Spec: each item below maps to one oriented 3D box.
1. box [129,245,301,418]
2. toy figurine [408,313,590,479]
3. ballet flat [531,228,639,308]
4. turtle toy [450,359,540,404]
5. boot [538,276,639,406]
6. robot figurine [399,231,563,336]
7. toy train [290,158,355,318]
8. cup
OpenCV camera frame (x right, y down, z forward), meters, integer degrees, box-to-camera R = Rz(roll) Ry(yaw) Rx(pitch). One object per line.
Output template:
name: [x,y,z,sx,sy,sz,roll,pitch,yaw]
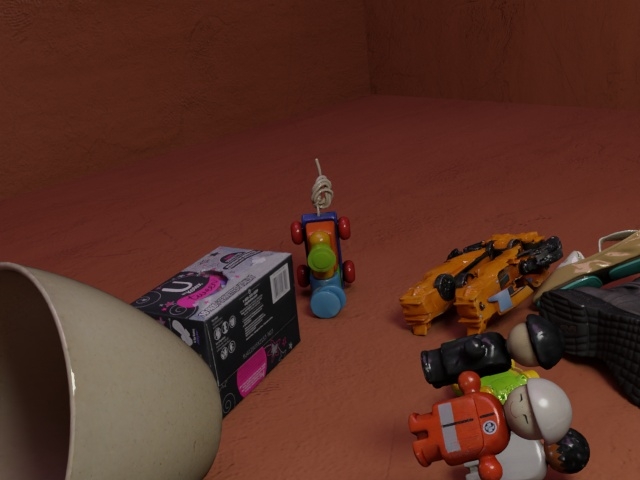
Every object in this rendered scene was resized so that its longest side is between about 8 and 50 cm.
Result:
box: [-0.152,0.125,1.172,0.142,0.163,0.247,5,23,25]
toy figurine: [0.193,0.199,0.784,0.148,0.209,0.213,-19,13,18]
ballet flat: [0.439,0.039,1.249,0.232,0.080,0.073,-24,56,18]
turtle toy: [0.214,0.191,1.011,0.095,0.066,0.130,-13,20,-22]
boot: [0.477,0.122,1.060,0.223,0.118,0.338,-9,24,-20]
robot figurine: [0.270,0.063,1.295,0.211,0.085,0.291,-3,18,45]
toy train: [0.000,0.000,1.351,0.105,0.247,0.143,-6,25,3]
cup: [-0.249,0.197,0.860,0.331,0.330,0.237,14,4,44]
